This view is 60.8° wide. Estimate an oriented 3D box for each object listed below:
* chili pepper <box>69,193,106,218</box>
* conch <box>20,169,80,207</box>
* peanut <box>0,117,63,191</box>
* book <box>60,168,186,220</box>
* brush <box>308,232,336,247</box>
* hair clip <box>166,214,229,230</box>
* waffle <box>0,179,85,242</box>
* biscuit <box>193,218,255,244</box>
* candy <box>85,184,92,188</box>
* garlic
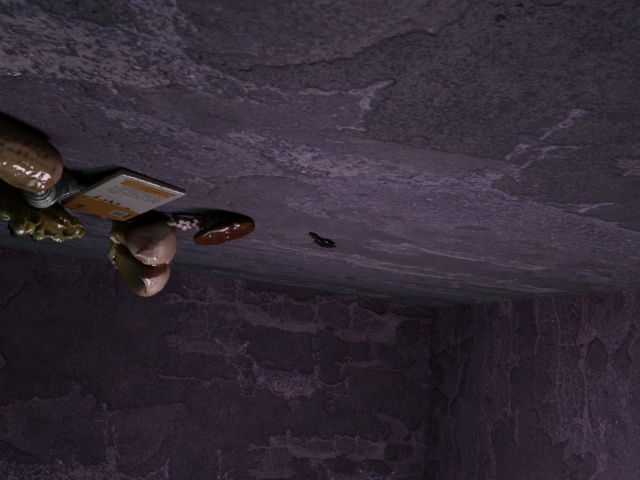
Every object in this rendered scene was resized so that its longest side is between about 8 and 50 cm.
[{"bbox_3d":[-0.705,-0.110,1.692,0.123,0.073,0.070,15,-152,-30],"label":"chili pepper"},{"bbox_3d":[-0.706,-0.146,1.429,0.135,0.102,0.153,-5,-157,-9],"label":"conch"},{"bbox_3d":[-0.668,-0.188,1.150,0.137,0.122,0.253,12,170,26],"label":"peanut"},{"bbox_3d":[-0.554,-0.119,1.531,0.295,0.020,0.207,-16,159,33],"label":"book"},{"bbox_3d":[0.000,0.000,1.981,0.062,0.016,0.193,1,168,21],"label":"brush"},{"bbox_3d":[-0.413,-0.060,1.819,0.213,0.056,0.062,4,136,14],"label":"hair clip"},{"bbox_3d":[-0.800,-0.102,1.478,0.297,0.073,0.317,42,-171,13],"label":"waffle"},{"bbox_3d":[-0.318,-0.024,1.807,0.212,0.036,0.212,-17,170,-3],"label":"biscuit"},{"bbox_3d":[-0.600,-0.119,1.632,0.093,0.051,0.226,-3,165,27],"label":"candy"},{"bbox_3d":[-0.616,0.046,1.910,0.313,0.286,0.249,18,171,39],"label":"garlic"}]
